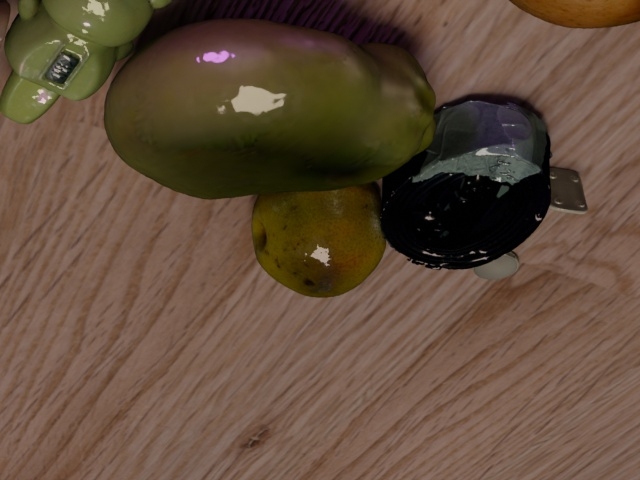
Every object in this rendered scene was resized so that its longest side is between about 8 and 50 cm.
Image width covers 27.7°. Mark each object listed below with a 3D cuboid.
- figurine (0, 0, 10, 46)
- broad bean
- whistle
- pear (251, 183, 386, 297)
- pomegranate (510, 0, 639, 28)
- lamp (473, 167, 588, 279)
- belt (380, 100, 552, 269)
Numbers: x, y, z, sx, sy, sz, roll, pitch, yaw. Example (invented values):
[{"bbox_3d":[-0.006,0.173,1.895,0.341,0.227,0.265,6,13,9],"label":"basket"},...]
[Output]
[{"bbox_3d":[-0.390,-0.105,0.899,0.361,0.378,0.266,12,112,-25],"label":"figurine"},{"bbox_3d":[-0.043,-0.111,1.126,0.291,0.119,0.238,-1,161,0],"label":"broad bean"},{"bbox_3d":[-0.208,-0.172,1.084,0.105,0.085,0.227,22,137,-25],"label":"whistle"},{"bbox_3d":[0.000,0.000,1.301,0.141,0.104,0.141,-3,144,-2],"label":"pear"},{"bbox_3d":[0.196,-0.267,0.831,0.260,0.260,0.260,0,143,0],"label":"pomegranate"},{"bbox_3d":[0.212,-0.001,1.341,0.050,0.056,0.198,8,146,-15],"label":"lamp"},{"bbox_3d":[0.138,-0.054,1.245,0.151,0.078,0.198,23,140,-21],"label":"belt"}]
